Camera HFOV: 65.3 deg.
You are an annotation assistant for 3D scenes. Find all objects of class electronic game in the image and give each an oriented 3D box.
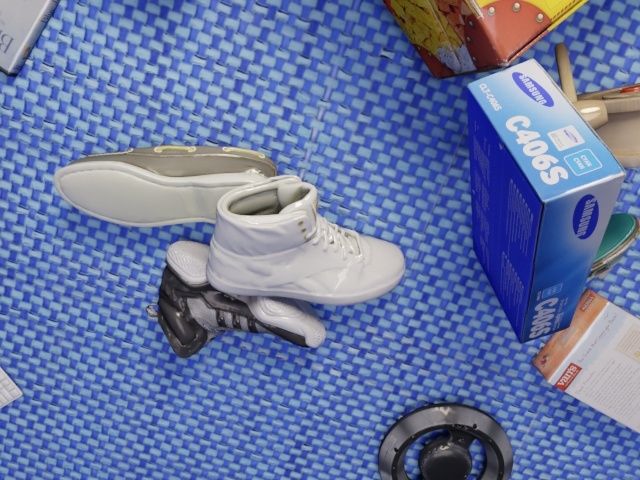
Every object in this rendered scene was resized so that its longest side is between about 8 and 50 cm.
[{"bbox_3d":[0.213,0.379,0.856,0.229,0.048,0.229,0,107,1],"label":"electronic game"}]

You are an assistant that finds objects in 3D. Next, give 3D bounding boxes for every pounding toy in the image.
[{"bbox_3d":[0.371,-0.173,0.599,0.154,0.269,0.154,-1,109,35],"label":"pounding toy"}]

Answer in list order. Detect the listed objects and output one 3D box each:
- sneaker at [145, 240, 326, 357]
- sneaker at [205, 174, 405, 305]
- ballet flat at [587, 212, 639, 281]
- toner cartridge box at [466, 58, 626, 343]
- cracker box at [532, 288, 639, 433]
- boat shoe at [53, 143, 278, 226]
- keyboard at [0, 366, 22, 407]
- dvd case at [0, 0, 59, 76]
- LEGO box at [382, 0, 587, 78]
[{"bbox_3d":[-0.134,0.121,0.765,0.269,0.101,0.153,30,104,-1],"label":"sneaker"},{"bbox_3d":[0.000,0.000,0.672,0.293,0.108,0.169,0,140,-17],"label":"sneaker"},{"bbox_3d":[0.384,0.046,0.759,0.221,0.077,0.079,-39,120,15],"label":"ballet flat"},{"bbox_3d":[0.244,-0.019,0.593,0.075,0.165,0.347,-21,146,5],"label":"toner cartridge box"},{"bbox_3d":[0.485,0.201,0.796,0.232,0.067,0.155,29,103,-8],"label":"cracker box"},{"bbox_3d":[-0.212,-0.084,0.711,0.305,0.091,0.109,3,136,0],"label":"boat shoe"},{"bbox_3d":[-0.601,0.174,0.823,0.072,0.014,0.256,-30,103,8],"label":"keyboard"},{"bbox_3d":[-0.432,-0.379,0.667,0.180,0.022,0.253,36,103,-9],"label":"dvd case"},{"bbox_3d":[0.244,-0.477,0.512,0.500,0.193,0.372,-39,105,3],"label":"LEGO box"}]
